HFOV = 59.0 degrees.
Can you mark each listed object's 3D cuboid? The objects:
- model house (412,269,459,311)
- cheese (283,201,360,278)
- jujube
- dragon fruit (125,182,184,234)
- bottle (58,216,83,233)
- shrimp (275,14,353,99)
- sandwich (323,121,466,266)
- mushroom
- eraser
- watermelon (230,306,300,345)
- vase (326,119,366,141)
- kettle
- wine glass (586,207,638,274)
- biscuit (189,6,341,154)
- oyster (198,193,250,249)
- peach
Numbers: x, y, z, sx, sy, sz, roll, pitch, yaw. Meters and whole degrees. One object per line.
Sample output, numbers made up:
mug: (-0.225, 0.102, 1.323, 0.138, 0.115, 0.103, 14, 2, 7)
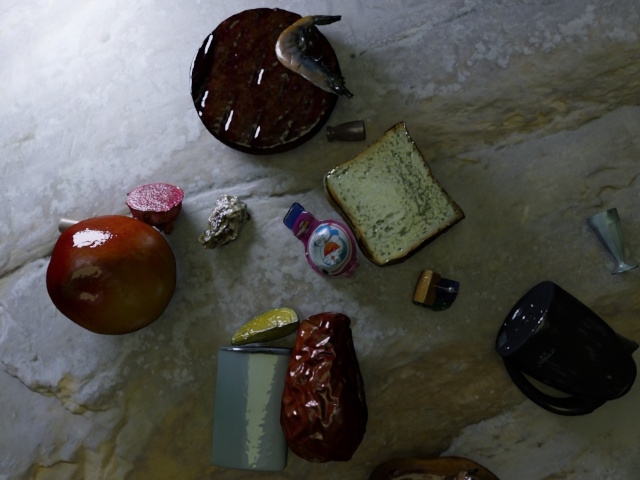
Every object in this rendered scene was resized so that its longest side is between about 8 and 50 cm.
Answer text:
model house: (0.285, 0.128, 1.393, 0.100, 0.100, 0.088, 17, 84, 7)
cheese: (0.000, 0.000, 1.447, 0.244, 0.062, 0.155, 43, 115, 18)
jujube: (0.008, 0.340, 1.334, 0.216, 0.216, 0.342, 3, 75, 6)
dragon fruit: (-0.436, -0.073, 1.494, 0.153, 0.153, 0.111, 8, 122, 6)
bottle: (-0.655, -0.034, 1.531, 0.096, 0.045, 0.045, 9, 84, 4)
shrimp: (0.021, -0.482, 1.440, 0.262, 0.051, 0.198, 39, 84, 13)
sandwich: (0.178, -0.103, 1.436, 0.271, 0.099, 0.301, -33, 83, 7)
mushroom: (0.248, 0.626, 1.252, 0.345, 0.259, 0.346, -1, 82, 5)
eraser: (-0.167, 0.408, 1.399, 0.189, 0.104, 0.290, 3, 83, 2)
watermelon: (-0.133, 0.209, 1.431, 0.181, 0.092, 0.075, -20, 67, 11)
vase: (0.067, -0.286, 1.492, 0.100, 0.053, 0.053, -5, 82, 9)
kettle: (0.570, 0.278, 1.319, 0.290, 0.207, 0.268, 34, 116, 0)
wine glass: (0.715, 0.002, 1.387, 0.073, 0.073, 0.155, -18, 85, 3)
biscuit: (-0.147, -0.422, 1.512, 0.407, 0.091, 0.408, -1, 80, 5)
oyster: (-0.252, -0.042, 1.492, 0.108, 0.053, 0.166, 22, 78, -3)
peach: (-0.503, 0.084, 1.360, 0.307, 0.332, 0.308, 1, 97, 8)
